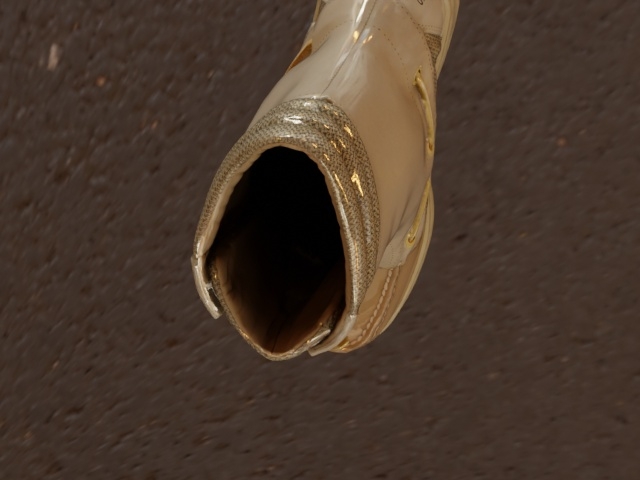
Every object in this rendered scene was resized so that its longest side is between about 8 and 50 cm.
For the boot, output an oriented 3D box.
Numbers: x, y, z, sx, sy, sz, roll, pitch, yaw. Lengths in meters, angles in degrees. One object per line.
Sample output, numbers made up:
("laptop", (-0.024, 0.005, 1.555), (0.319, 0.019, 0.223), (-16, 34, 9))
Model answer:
("boot", (0.000, 0.000, 0.927), (0.095, 0.262, 0.203), (17, 41, 6))
